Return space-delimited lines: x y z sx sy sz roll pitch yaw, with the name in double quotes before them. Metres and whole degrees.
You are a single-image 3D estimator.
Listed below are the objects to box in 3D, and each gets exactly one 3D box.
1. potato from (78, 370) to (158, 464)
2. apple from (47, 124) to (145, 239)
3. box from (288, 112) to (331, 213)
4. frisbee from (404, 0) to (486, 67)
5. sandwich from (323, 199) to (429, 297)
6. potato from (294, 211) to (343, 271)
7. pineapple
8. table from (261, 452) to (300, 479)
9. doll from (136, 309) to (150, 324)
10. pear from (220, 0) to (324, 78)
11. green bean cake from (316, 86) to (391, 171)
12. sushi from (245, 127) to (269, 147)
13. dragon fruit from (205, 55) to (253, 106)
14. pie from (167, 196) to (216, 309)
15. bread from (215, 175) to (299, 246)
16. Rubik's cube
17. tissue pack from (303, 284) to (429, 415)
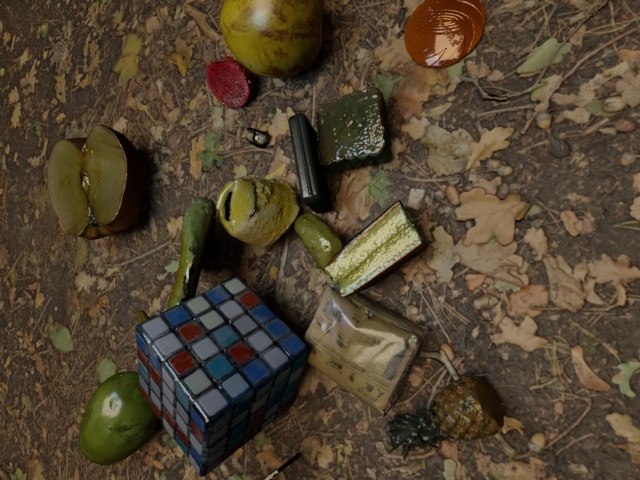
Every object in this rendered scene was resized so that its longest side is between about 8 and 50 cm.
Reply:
"potato" -0.618 0.550 1.280 0.216 0.216 0.304 31 95 27
"apple" -0.745 -0.190 1.380 0.329 0.295 0.364 -30 72 61
"box" -0.026 -0.192 1.058 0.050 0.160 0.230 -13 79 11
"frisbee" 0.291 -0.510 0.989 0.192 0.035 0.192 -2 85 28
"sandwich" 0.129 0.026 0.967 0.236 0.128 0.122 -37 75 13
"potato" 0.000 0.000 1.072 0.188 0.085 0.105 49 129 27
"pineapple" 0.253 0.381 0.883 0.248 0.128 0.128 -37 69 27
"table" -0.117 0.708 0.973 0.282 0.196 0.250 -39 67 2
"doll" -0.522 0.306 1.324 0.209 0.097 0.137 52 147 30
"pear" -0.122 -0.568 1.084 0.281 0.281 0.280 -3 84 28
"green bean cake" 0.087 -0.270 1.041 0.181 0.094 0.173 -8 81 27
"sushi" -0.187 -0.302 1.231 0.083 0.044 0.046 28 120 29
"dragon fruit" -0.251 -0.493 1.251 0.153 0.153 0.111 2 46 29
"pie" -0.341 0.030 1.129 0.078 0.371 0.296 10 117 -11
"bread" -0.165 -0.083 1.115 0.197 0.170 0.197 -11 70 33
"Rubik's cube" -0.239 0.313 1.001 0.293 0.287 0.292 41 134 24
"tissue pack" 0.092 0.245 0.975 0.257 0.123 0.215 28 101 28
